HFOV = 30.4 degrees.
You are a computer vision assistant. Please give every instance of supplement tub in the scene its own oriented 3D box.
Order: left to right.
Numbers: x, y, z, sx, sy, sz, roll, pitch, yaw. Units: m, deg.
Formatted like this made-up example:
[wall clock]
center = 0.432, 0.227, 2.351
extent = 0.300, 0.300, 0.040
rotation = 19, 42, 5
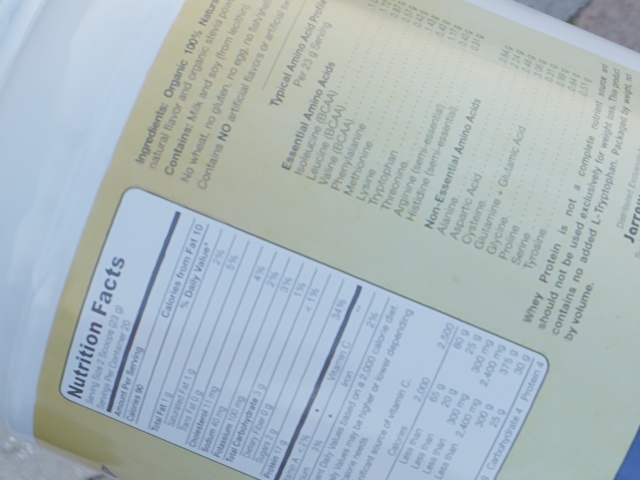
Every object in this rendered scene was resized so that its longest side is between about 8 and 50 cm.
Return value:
[supplement tub]
center = 0.000, 0.000, 0.458
extent = 0.316, 0.228, 0.228
rotation = 23, 78, 1
